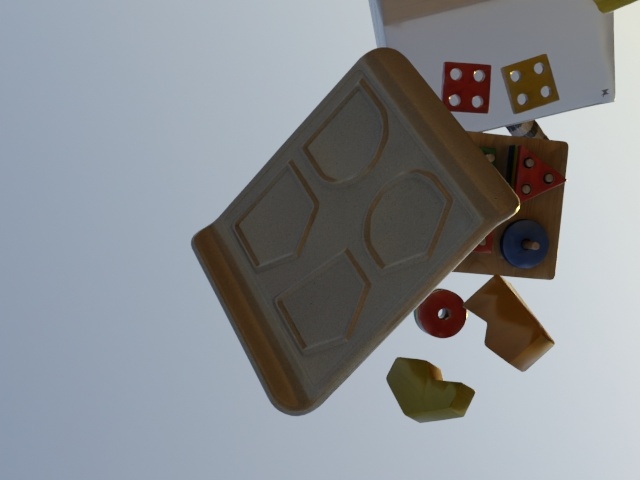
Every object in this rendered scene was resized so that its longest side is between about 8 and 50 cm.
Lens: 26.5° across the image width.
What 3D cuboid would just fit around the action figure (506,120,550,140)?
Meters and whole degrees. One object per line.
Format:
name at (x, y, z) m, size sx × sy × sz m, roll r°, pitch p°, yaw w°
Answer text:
action figure at (0.268, -0.260, 1.956) m, size 0.178 × 0.341 × 0.330 m, roll 51°, pitch -177°, yaw 41°

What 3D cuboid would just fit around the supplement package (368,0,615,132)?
supplement package at (0.198, -0.249, 1.593) m, size 0.204 × 0.262 × 0.145 m, roll 75°, pitch -178°, yaw -48°

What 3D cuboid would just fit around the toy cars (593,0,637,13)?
toy cars at (0.359, -0.401, 1.298) m, size 0.087 × 0.393 × 0.176 m, roll 33°, pitch -170°, yaw -30°

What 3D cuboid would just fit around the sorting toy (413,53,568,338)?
sorting toy at (0.168, -0.041, 1.262) m, size 0.132 × 0.274 × 0.046 m, roll 5°, pitch -178°, yaw -12°

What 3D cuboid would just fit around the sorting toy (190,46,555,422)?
sorting toy at (0.039, 0.021, 0.986) m, size 0.041 × 0.229 × 0.307 m, roll 32°, pitch -161°, yaw -45°
